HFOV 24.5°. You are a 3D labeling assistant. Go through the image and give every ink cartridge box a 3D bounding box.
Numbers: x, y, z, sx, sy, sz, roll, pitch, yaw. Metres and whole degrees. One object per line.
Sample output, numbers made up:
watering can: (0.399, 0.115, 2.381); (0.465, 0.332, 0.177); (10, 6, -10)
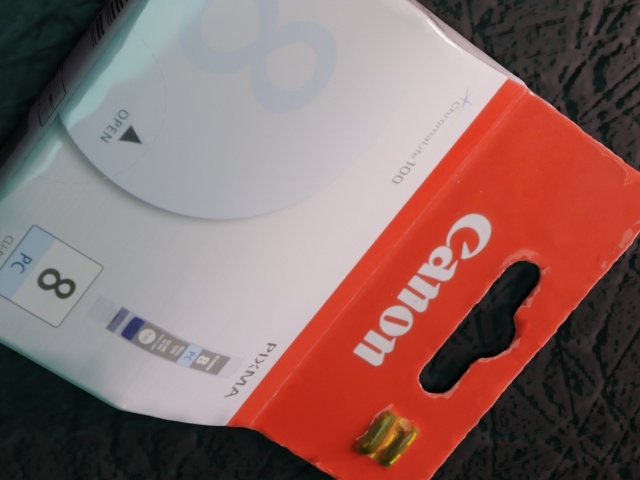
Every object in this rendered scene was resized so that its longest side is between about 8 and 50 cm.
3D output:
ink cartridge box: (0.000, 0.000, 0.927); (0.385, 0.091, 0.308); (34, 104, -20)
